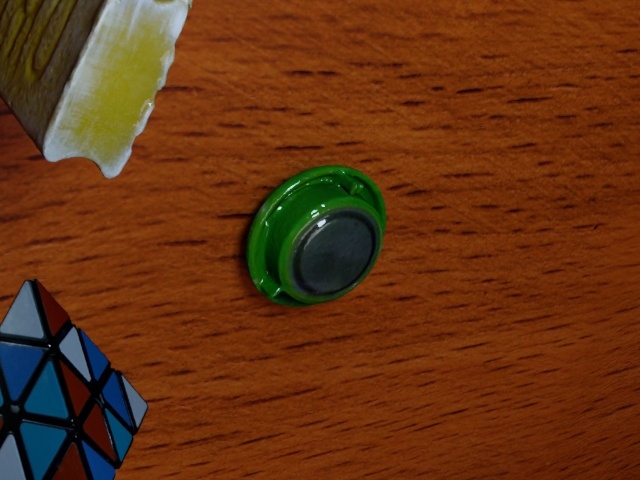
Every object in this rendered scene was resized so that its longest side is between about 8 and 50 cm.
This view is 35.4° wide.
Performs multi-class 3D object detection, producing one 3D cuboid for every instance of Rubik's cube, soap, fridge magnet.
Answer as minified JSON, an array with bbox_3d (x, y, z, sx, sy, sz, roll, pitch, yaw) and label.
[{"bbox_3d":[-0.314,0.164,1.159,0.284,0.250,0.234,-10,105,-24],"label":"Rubik's cube"},{"bbox_3d":[-0.227,-0.190,0.896,0.089,0.274,0.173,16,109,-41],"label":"soap"},{"bbox_3d":[0.000,0.000,1.306,0.208,0.088,0.208,-18,127,-25],"label":"fridge magnet"}]
